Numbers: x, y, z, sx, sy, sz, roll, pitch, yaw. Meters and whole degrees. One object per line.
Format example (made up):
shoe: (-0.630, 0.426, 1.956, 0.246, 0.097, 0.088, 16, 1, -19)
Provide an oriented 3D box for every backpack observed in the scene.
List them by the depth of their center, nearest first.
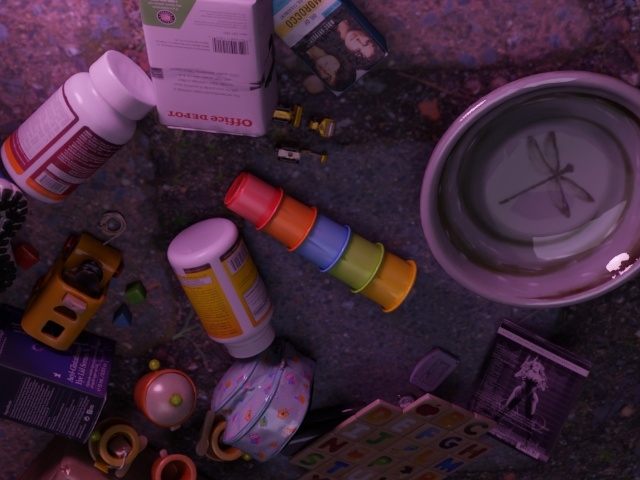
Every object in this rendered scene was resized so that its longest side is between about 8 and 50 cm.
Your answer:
backpack: (-0.093, 0.261, 1.807, 0.144, 0.188, 0.166, 34, 115, -21)

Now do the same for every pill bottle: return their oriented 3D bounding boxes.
pill bottle: (-0.342, -0.162, 1.577, 0.221, 0.121, 0.121, -39, 116, 19)
pill bottle: (-0.148, 0.079, 1.735, 0.117, 0.117, 0.215, -18, 120, 8)

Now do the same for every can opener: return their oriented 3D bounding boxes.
can opener: (0.069, 0.336, 1.926, 0.283, 0.076, 0.095, -13, 120, 7)

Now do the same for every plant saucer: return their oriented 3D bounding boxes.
plant saucer: (0.345, -0.084, 1.671, 0.401, 0.100, 0.400, -1, 121, -2)

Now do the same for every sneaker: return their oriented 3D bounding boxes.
sneaker: (-0.534, -0.016, 1.666, 0.130, 0.147, 0.330, -13, 149, -39)

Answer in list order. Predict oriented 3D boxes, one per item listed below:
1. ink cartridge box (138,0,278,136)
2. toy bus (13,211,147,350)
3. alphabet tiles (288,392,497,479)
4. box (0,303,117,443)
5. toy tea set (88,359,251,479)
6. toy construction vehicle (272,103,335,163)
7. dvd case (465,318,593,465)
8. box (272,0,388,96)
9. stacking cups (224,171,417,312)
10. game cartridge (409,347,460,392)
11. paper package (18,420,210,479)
ink cartridge box: (-0.147, -0.259, 1.502, 0.160, 0.092, 0.219, 8, 136, 9)
toy bus: (-0.383, 0.078, 1.730, 0.191, 0.104, 0.202, -9, 122, 3)
alphabet tiles: (0.126, 0.372, 1.923, 0.285, 0.011, 0.342, 27, 129, -33)
box: (-0.450, 0.214, 1.782, 0.207, 0.153, 0.108, 21, 118, -15)
toy tea set: (-0.211, 0.353, 1.848, 0.336, 0.124, 0.200, 35, 73, -22)
toy construction vehicle: (-0.031, -0.160, 1.649, 0.098, 0.035, 0.085, 7, 110, -10)
dvd case: (0.348, 0.260, 1.880, 0.165, 0.018, 0.221, 27, 121, 18)
box: (-0.021, -0.321, 1.531, 0.100, 0.060, 0.244, -38, 115, 19)
stacking cups: (0.000, 0.000, 1.706, 0.316, 0.096, 0.096, 30, 115, -20)
game cartridge: (0.194, 0.222, 1.898, 0.056, 0.017, 0.083, 29, 116, -23)
paper package: (-0.386, 0.508, 1.956, 0.325, 0.168, 0.309, 33, 116, -21)
